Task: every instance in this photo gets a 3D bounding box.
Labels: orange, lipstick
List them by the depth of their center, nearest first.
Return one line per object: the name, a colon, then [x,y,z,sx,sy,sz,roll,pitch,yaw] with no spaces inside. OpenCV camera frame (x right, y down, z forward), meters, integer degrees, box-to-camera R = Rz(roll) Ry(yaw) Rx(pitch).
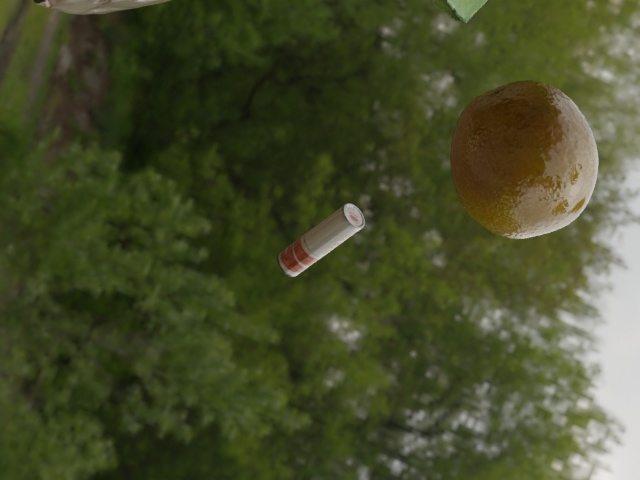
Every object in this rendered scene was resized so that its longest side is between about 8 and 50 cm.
lipstick: [0.000,0.000,1.824,0.130,0.038,0.038,-36,-156,36]
orange: [0.301,-0.119,2.094,0.236,0.236,0.236,-156,-90,-83]

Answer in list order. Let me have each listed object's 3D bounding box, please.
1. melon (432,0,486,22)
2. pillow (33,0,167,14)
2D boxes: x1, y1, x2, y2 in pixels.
melon: [0.219,-0.486,1.974,0.323,0.196,0.124,-56,151,10]
pillow: [-0.258,-0.374,2.026,0.173,0.270,0.067,-9,89,-60]
